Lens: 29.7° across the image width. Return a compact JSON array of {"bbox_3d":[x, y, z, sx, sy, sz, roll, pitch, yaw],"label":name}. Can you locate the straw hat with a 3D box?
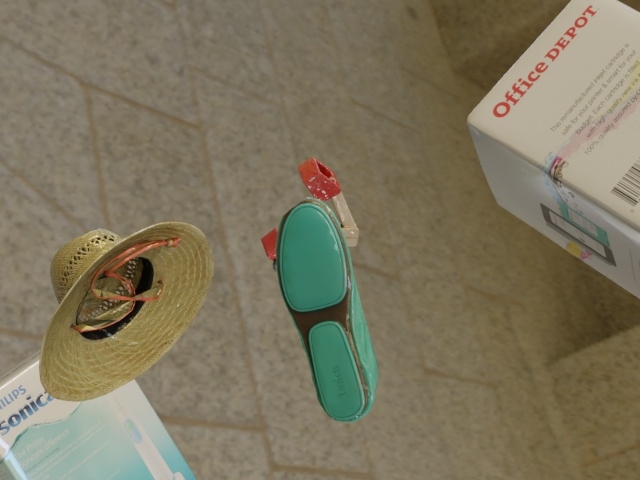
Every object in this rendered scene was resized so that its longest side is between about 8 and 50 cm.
[{"bbox_3d":[-0.137,0.028,0.758,0.061,0.144,0.144,41,-75,25],"label":"straw hat"}]

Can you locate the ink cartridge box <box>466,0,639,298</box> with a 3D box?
[{"bbox_3d":[0.324,-0.083,1.227,0.270,0.197,0.198,38,-99,30],"label":"ink cartridge box"}]

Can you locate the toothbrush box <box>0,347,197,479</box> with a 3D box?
[{"bbox_3d":[-0.294,0.280,1.450,0.126,0.216,0.295,-24,-80,41],"label":"toothbrush box"}]

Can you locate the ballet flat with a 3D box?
[{"bbox_3d":[0.008,0.073,1.311,0.083,0.087,0.247,-12,-86,12],"label":"ballet flat"}]

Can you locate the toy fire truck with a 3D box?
[{"bbox_3d":[0.000,0.000,1.566,0.135,0.192,0.047,-36,-149,9],"label":"toy fire truck"}]
